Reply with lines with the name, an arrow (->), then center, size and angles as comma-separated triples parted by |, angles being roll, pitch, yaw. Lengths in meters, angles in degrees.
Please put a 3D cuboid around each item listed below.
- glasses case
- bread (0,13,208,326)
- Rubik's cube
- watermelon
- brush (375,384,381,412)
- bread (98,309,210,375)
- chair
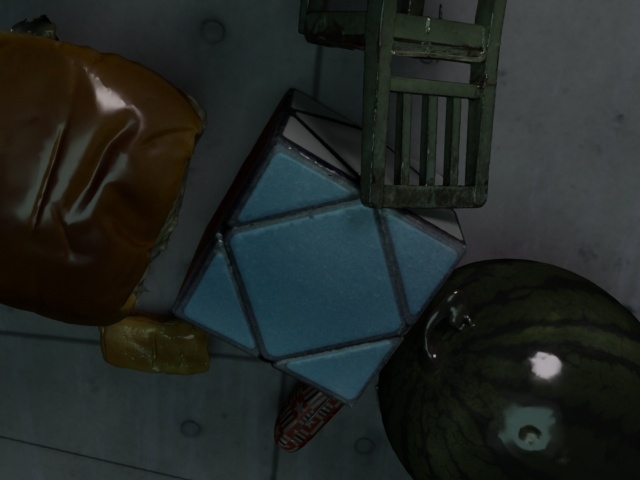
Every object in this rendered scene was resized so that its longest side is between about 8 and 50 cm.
glasses case -> 0.008, 0.166, 0.952 | 0.049, 0.073, 0.194 | 36, 109, -13
bread -> -0.254, -0.064, 0.778 | 0.250, 0.225, 0.279 | 20, 108, -8
Rubik's cube -> 0.000, 0.000, 0.810 | 0.205, 0.207, 0.205 | 29, 110, -11
watermelon -> 0.207, 0.161, 0.824 | 0.279, 0.279, 0.359 | -45, 130, 18
brush -> 0.118, 0.241, 1.015 | 0.051, 0.014, 0.164 | -23, 112, 12
bread -> -0.192, 0.118, 0.948 | 0.132, 0.053, 0.074 | 7, 113, 0
chair -> 0.069, -0.172, 0.721 | 0.136, 0.147, 0.270 | -3, 104, -31
